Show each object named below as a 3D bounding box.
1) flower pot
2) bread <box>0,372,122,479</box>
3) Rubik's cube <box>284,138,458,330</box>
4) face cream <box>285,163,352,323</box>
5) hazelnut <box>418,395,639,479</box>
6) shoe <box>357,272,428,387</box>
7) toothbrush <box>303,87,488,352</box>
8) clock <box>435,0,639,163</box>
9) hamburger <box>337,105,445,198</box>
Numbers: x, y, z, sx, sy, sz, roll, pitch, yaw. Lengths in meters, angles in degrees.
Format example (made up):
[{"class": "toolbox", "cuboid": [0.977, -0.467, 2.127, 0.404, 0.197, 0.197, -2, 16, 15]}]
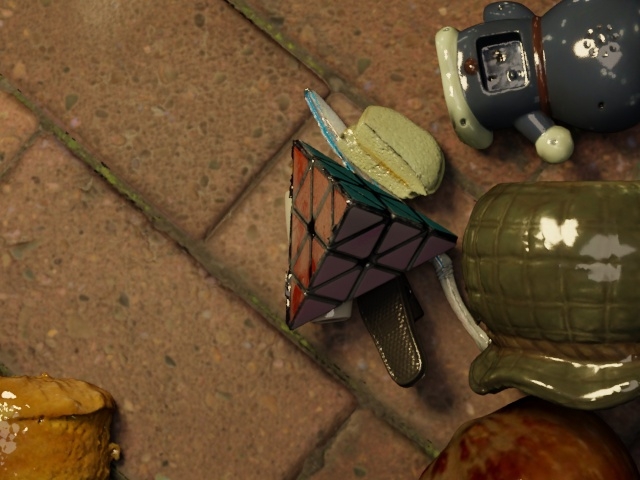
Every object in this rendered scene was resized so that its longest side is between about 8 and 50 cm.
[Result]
[{"class": "flower pot", "cuboid": [0.282, 0.046, 1.320, 0.302, 0.302, 0.213, 0, 91, 8]}, {"class": "bread", "cuboid": [-0.344, 0.219, 1.455, 0.229, 0.139, 0.143, -5, 88, 9]}, {"class": "Rubik's cube", "cuboid": [0.056, 0.015, 1.426, 0.178, 0.211, 0.190, 9, 112, -18]}, {"class": "face cream", "cuboid": [0.000, 0.000, 1.475, 0.072, 0.051, 0.182, -8, 79, 7]}, {"class": "hazelnut", "cuboid": [0.206, 0.269, 1.315, 0.234, 0.218, 0.218, -37, 78, -4]}, {"class": "shoe", "cuboid": [0.087, 0.093, 1.447, 0.062, 0.053, 0.159, -37, 51, 26]}, {"class": "toothbrush", "cuboid": [0.102, -0.010, 1.472, 0.042, 0.035, 0.413, -33, 78, -19]}, {"class": "clock", "cuboid": [0.253, -0.181, 1.425, 0.243, 0.146, 0.199, -9, 75, 14]}, {"class": "hamburger", "cuboid": [0.088, -0.099, 1.467, 0.121, 0.084, 0.054, 41, 130, 7]}]
